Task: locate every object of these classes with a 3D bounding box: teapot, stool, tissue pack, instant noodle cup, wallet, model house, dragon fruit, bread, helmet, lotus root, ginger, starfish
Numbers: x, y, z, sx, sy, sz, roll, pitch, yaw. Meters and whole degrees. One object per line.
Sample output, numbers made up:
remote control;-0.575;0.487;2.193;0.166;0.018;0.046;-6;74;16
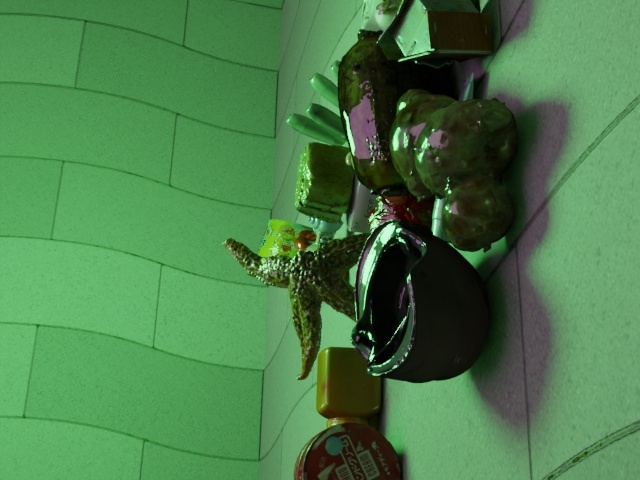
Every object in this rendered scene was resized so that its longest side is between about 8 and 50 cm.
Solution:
teapot;0.156;-0.599;2.159;0.204;0.140;0.298;110;161;-56
stool;0.049;-0.351;2.248;0.195;0.199;0.195;-59;17;-15
tissue pack;0.109;-0.123;2.231;0.246;0.093;0.148;-119;38;-71
instant noodle cup;-0.097;0.050;2.766;0.264;0.265;0.200;168;118;-77
wallet;0.236;-0.381;1.859;0.197;0.051;0.377;111;157;-57
model house;0.247;-0.382;1.590;0.207;0.219;0.135;-59;45;44
dragon fruit;0.187;-0.044;1.775;0.161;0.121;0.127;118;151;-42
bread;0.011;-0.154;2.162;0.102;0.138;0.196;118;161;-61
helmet;0.187;0.116;1.500;0.338;0.197;0.270;-105;31;-65
lotus root;0.135;-0.275;1.745;0.179;0.196;0.397;-17;71;35
ginger;0.222;-0.157;1.477;0.375;0.176;0.256;-126;37;-55
starfish;0.001;0.112;1.957;0.132;0.398;0.383;2;-112;-82

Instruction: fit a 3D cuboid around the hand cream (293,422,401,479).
hand cream;0.054;0.521;1.839;0.149;0.230;0.230;122;152;-65

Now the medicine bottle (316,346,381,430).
medicine bottle;0.068;0.378;2.024;0.112;0.150;0.222;129;145;-69

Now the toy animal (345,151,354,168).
toy animal;0.149;-0.216;1.966;0.197;0.171;0.171;108;164;-56

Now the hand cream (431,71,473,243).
hand cream;0.269;-0.158;1.622;0.085;0.058;0.331;52;-130;-88

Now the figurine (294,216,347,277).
figurine;0.009;0.001;2.491;0.208;0.181;0.257;19;108;37
